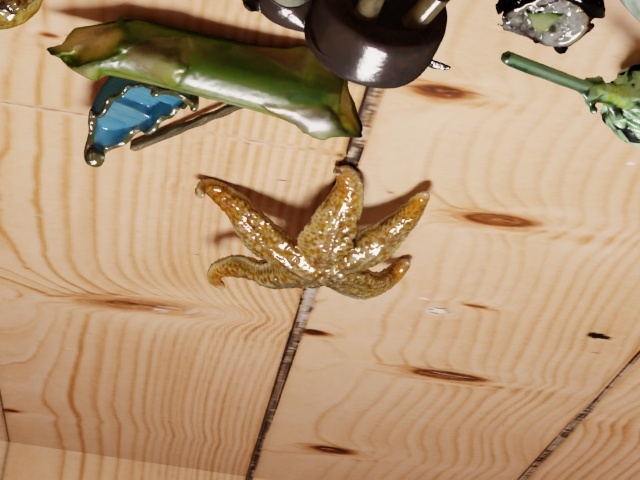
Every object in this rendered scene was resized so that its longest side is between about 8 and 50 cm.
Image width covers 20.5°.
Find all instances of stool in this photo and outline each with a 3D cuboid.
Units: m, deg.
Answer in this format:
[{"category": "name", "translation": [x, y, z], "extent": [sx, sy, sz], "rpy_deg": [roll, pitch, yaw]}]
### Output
[{"category": "stool", "translation": [0.030, -0.225, 1.638], "extent": [0.217, 0.125, 0.121], "rpy_deg": [26, 140, 4]}]

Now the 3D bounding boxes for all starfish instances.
[{"category": "starfish", "translation": [0.001, 0.010, 2.243], "extent": [0.375, 0.094, 0.327], "rpy_deg": [-13, 149, 30]}]

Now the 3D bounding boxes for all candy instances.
[{"category": "candy", "translation": [0.265, -0.146, 1.702], "extent": [0.091, 0.083, 0.305], "rpy_deg": [20, -174, 38]}]

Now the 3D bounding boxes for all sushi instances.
[{"category": "sushi", "translation": [0.212, -0.227, 1.604], "extent": [0.098, 0.084, 0.094], "rpy_deg": [18, 152, -36]}]

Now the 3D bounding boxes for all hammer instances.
[{"category": "hammer", "translation": [-0.133, -0.139, 2.011], "extent": [0.058, 0.029, 0.292], "rpy_deg": [26, 153, -34]}]

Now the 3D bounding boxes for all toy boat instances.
[{"category": "toy boat", "translation": [-0.207, -0.138, 1.961], "extent": [0.075, 0.077, 0.185], "rpy_deg": [22, 154, -34]}]

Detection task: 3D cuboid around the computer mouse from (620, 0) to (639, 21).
[{"category": "computer mouse", "translation": [0.398, -0.210, 1.575], "extent": [0.288, 0.097, 0.159], "rpy_deg": [31, 152, -22]}]

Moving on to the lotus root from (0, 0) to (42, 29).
[{"category": "lotus root", "translation": [-0.351, -0.252, 1.723], "extent": [0.190, 0.094, 0.108], "rpy_deg": [1, 137, 36]}]

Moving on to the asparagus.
[{"category": "asparagus", "translation": [-0.110, -0.177, 1.840], "extent": [0.343, 0.082, 0.085], "rpy_deg": [15, 151, -10]}]
